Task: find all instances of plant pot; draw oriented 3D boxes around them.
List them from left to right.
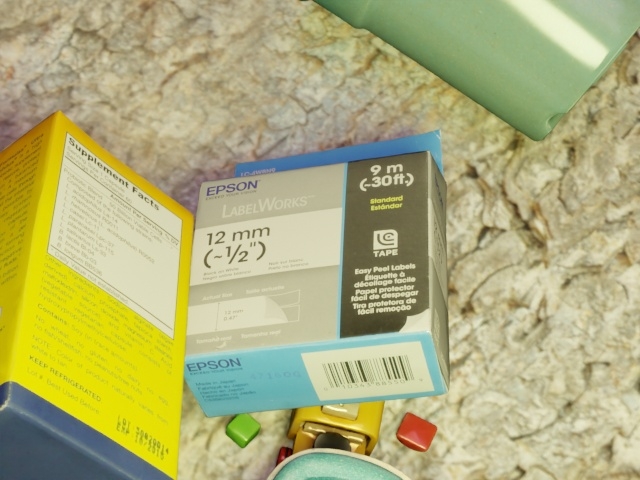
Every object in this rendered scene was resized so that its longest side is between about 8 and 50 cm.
[{"bbox_3d":[0.202,-0.311,1.556,0.334,0.341,0.341,39,65,3],"label":"plant pot"}]

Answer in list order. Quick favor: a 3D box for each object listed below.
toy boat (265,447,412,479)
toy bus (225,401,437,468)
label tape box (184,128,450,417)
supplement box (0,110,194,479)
[{"bbox_3d":[-0.064,0.309,1.262,0.318,0.148,0.267,11,70,11],"label":"toy boat"},{"bbox_3d":[0.016,0.180,1.395,0.191,0.104,0.202,-30,71,-20],"label":"toy bus"},{"bbox_3d":[0.000,0.000,1.396,0.249,0.115,0.348,-7,50,13],"label":"label tape box"},{"bbox_3d":[-0.256,0.093,1.256,0.194,0.195,0.356,40,33,-34],"label":"supplement box"}]
